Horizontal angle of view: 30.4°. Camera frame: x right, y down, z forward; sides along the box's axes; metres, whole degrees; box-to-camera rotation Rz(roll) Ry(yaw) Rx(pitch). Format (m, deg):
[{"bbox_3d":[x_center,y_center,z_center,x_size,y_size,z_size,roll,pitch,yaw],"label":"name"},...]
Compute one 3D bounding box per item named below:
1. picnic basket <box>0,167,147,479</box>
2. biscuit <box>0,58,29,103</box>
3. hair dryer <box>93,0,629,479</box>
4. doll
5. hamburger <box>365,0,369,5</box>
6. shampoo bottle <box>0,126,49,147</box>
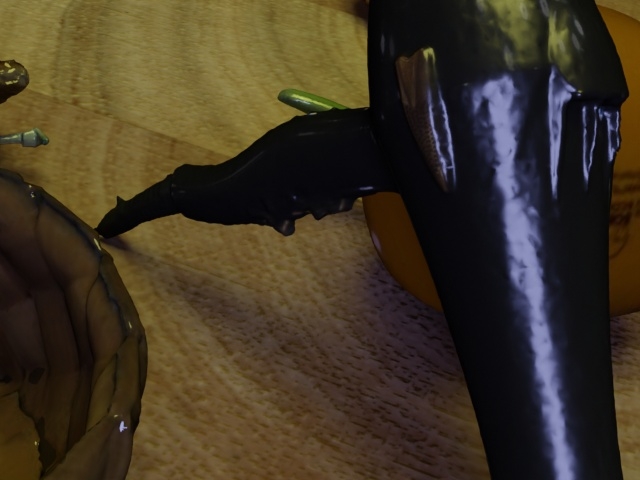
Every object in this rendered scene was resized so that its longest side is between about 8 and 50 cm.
[{"bbox_3d":[-0.224,0.000,0.398,0.337,0.337,0.293,1,33,-18],"label":"picnic basket"},{"bbox_3d":[-0.309,-0.090,0.719,0.237,0.026,0.131,-5,-2,-27],"label":"biscuit"},{"bbox_3d":[0.000,0.000,0.613,0.359,0.303,0.120,-11,-4,42],"label":"hair dryer"},{"bbox_3d":[0.111,-0.055,0.726,0.213,0.213,0.236,-8,23,-29],"label":"doll"},{"bbox_3d":[0.116,-0.279,1.159,0.131,0.124,0.262,8,22,30],"label":"hamburger"},{"bbox_3d":[-0.264,-0.052,0.713,0.195,0.056,0.056,-11,38,-34],"label":"shampoo bottle"}]
